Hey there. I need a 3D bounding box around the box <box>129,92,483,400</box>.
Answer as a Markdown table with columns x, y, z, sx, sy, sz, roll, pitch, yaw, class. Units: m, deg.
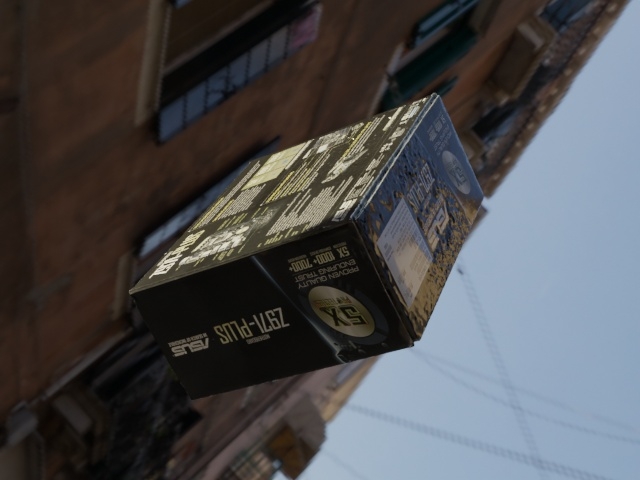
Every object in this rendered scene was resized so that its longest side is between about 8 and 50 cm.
| x | y | z | sx | sy | sz | roll | pitch | yaw | class |
| --- | --- | --- | --- | --- | --- | --- | --- | --- | --- |
| 0.000 | 0.000 | 0.608 | 0.147 | 0.180 | 0.077 | -17 | -70 | 28 | box |
